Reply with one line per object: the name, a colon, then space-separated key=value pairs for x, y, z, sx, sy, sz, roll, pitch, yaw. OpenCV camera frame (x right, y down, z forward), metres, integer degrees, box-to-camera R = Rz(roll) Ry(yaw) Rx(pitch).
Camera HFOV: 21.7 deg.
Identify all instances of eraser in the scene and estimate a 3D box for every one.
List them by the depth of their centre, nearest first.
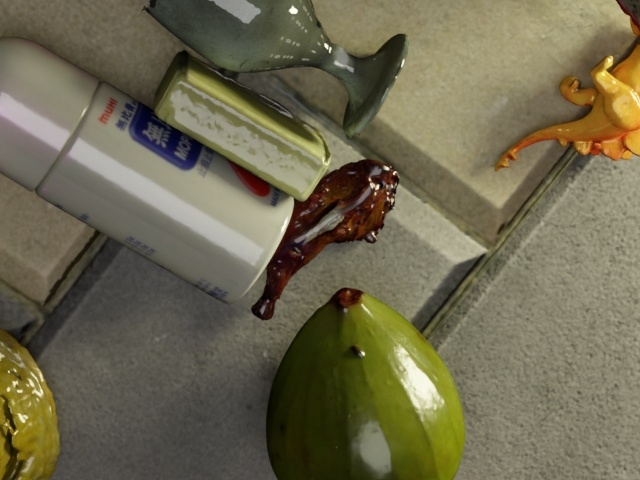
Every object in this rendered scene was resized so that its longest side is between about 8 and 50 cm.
eraser: x=-0.077 y=-0.112 z=1.623 sx=0.172 sy=0.117 sz=0.058 roll=30 pitch=104 yaw=-13

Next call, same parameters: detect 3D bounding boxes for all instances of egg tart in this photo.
egg tart: x=-0.407 y=0.206 z=1.667 sx=0.294 sy=0.123 sz=0.294 roll=-2 pitch=105 yaw=-8

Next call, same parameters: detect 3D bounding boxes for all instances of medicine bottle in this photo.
medicine bottle: x=-0.200 y=-0.074 z=1.612 sx=0.341 sy=0.130 sz=0.130 roll=31 pitch=100 yaw=-12

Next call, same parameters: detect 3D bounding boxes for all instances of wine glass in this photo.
wine glass: x=-0.042 y=-0.204 z=1.600 sx=0.241 sy=0.126 sz=0.126 roll=27 pitch=100 yaw=-14

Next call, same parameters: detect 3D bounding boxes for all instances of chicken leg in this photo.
chicken leg: x=-0.003 y=-0.006 z=1.697 sx=0.205 sy=0.053 sz=0.093 roll=-33 pitch=120 yaw=7

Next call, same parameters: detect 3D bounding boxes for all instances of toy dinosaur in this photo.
toy dinosaur: x=0.310 y=-0.141 z=1.686 sx=0.117 sy=0.070 sz=0.288 roll=42 pitch=102 yaw=-15

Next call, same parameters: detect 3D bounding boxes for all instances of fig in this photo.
fig: x=0.039 y=0.161 z=1.665 sx=0.203 sy=0.203 sz=0.225 roll=-12 pitch=113 yaw=-3

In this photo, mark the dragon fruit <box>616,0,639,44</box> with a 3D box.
dragon fruit: x=0.356 y=-0.269 z=1.444 sx=0.227 sy=0.224 sz=0.224 roll=-42 pitch=105 yaw=-4
